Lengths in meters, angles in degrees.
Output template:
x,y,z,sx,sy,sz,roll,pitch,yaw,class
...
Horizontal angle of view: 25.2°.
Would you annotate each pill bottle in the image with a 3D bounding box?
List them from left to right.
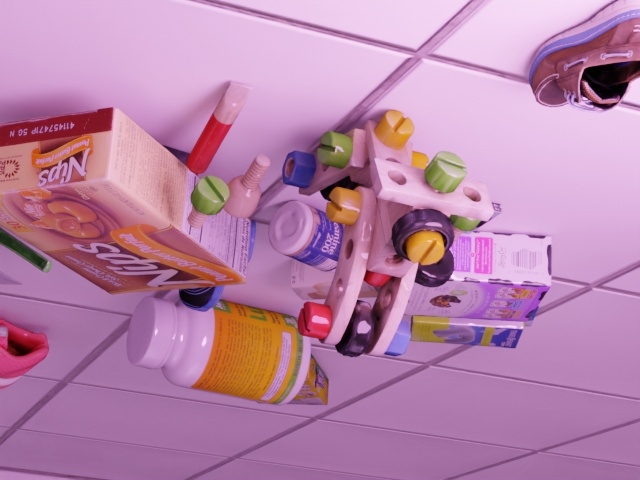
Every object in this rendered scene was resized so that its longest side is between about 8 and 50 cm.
x,y,z,sx,sy,sz,roll,pitch,yaw,class
-0.150,0.154,2.079,0.246,0.136,0.136,15,158,-28,pill bottle
0.000,0.000,1.723,0.067,0.067,0.120,-13,154,40,pill bottle

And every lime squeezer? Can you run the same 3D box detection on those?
x,y,z,sx,sy,sz,roll,pitch,yaw,class
-0.432,-0.053,1.613,0.310,0.059,0.110,31,162,-5,lime squeezer

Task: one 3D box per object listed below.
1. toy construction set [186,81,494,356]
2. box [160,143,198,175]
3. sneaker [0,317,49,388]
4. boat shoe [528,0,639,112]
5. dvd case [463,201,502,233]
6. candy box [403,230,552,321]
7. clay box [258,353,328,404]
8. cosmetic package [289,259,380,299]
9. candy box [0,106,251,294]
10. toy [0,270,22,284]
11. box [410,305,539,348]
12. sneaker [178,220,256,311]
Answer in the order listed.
x,y,z,sx,sy,sz,roll,pitch,yaw,class
0.032,-0.061,1.415,0.309,0.257,0.237,29,138,-5,toy construction set
-0.225,-0.076,1.609,0.116,0.029,0.162,16,158,-31,box
-0.556,0.148,2.220,0.136,0.116,0.314,-23,155,33,sneaker
0.239,-0.150,1.259,0.066,0.066,0.183,10,159,-18,boat shoe
0.141,-0.035,1.681,0.119,0.013,0.087,12,159,-19,dvd case
0.181,0.045,1.813,0.196,0.070,0.165,4,161,-3,candy box
-0.066,0.225,2.390,0.127,0.053,0.222,0,159,10,clay box
0.023,0.051,1.900,0.115,0.041,0.060,-3,159,18,cosmetic package
-0.224,-0.033,1.553,0.183,0.087,0.316,-5,158,22,candy box
-0.521,0.012,1.869,0.237,0.056,0.137,1,165,23,toy
0.220,0.120,2.060,0.178,0.042,0.109,4,161,3,box
-0.156,0.022,1.809,0.090,0.081,0.232,13,152,-17,sneaker
